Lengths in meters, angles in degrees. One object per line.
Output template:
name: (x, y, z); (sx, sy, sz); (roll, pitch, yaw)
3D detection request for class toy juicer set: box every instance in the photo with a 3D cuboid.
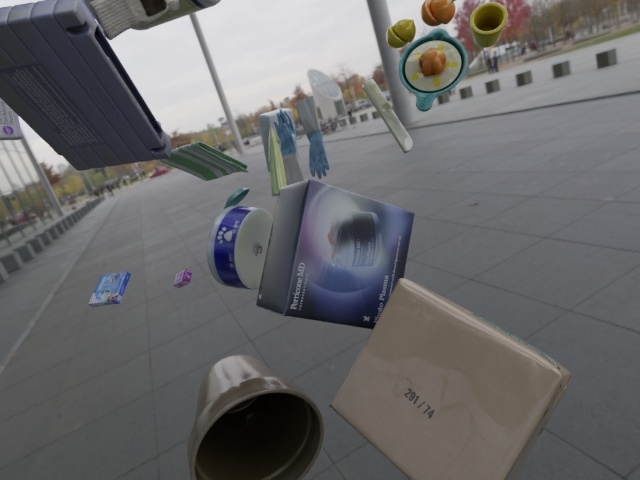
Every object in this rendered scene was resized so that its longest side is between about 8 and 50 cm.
toy juicer set: (0.198, -0.371, 0.873); (0.329, 0.209, 0.089); (-51, -20, 4)

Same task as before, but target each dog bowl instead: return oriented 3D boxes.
dog bowl: (-0.241, 0.023, 1.374); (0.104, 0.265, 0.265); (5, 25, 25)

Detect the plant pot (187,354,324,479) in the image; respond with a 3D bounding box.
plant pot: (-0.190, 0.448, 1.099); (0.322, 0.324, 0.280); (-23, 24, -17)

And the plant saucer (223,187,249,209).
plant saucer: (-0.303, -0.149, 1.514); (0.119, 0.021, 0.119); (-43, 2, 1)

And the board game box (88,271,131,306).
board game box: (-0.558, 0.129, 1.131); (0.089, 0.020, 0.090); (-10, 50, 17)

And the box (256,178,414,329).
box: (0.037, 0.044, 1.008); (0.293, 0.297, 0.182); (14, -7, -26)

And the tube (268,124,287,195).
tube: (-0.155, -0.278, 1.499); (0.062, 0.241, 0.070); (-7, -1, -42)

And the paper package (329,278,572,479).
paper package: (0.232, 0.281, 0.801); (0.324, 0.310, 0.168); (31, 6, 38)

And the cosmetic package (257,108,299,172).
cosmetic package: (-0.159, -0.386, 1.671); (0.117, 0.231, 0.085); (-28, 32, -32)

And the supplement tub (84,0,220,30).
supplement tub: (-0.439, -0.691, 1.101); (0.324, 0.236, 0.235); (-9, 18, 16)

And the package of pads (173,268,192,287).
package of pads: (-0.478, 0.132, 1.479); (0.031, 0.050, 0.083); (22, -29, -33)

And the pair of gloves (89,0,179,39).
pair of gloves: (-0.379, -0.541, 0.824); (0.042, 0.240, 0.204); (19, 49, 23)

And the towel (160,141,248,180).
towel: (-0.476, -0.312, 1.726); (0.324, 0.038, 0.247); (0, -16, 44)

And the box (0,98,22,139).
box: (-0.971, -0.469, 1.284); (0.063, 0.325, 0.067); (3, 12, 45)

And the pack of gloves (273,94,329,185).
pack of gloves: (-0.049, -0.290, 1.270); (0.046, 0.232, 0.195); (-21, 14, -41)

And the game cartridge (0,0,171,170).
game cartridge: (-0.464, -0.271, 0.810); (0.229, 0.068, 0.355); (-4, -28, 4)
